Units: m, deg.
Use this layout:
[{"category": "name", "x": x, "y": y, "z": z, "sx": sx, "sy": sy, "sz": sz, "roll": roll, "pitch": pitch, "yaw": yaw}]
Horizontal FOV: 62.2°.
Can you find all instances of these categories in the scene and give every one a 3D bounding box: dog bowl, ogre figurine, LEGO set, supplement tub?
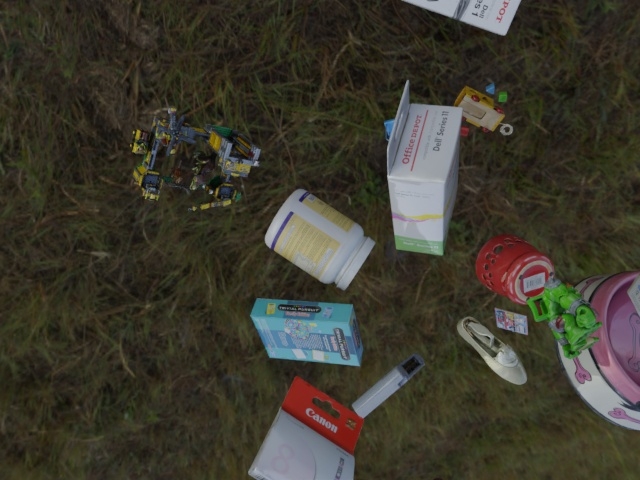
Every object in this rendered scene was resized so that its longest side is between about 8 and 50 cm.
[{"category": "dog bowl", "x": 0.811, "y": 0.257, "z": 1.323, "sx": 0.407, "sy": 0.408, "sz": 0.150, "roll": -8, "pitch": 159, "yaw": -12}, {"category": "ogre figurine", "x": 0.457, "y": 0.141, "z": 0.993, "sx": 0.096, "sy": 0.118, "sz": 0.197, "roll": -37, "pitch": 145, "yaw": 16}, {"category": "LEGO set", "x": -0.313, "y": -0.190, "z": 1.389, "sx": 0.331, "sy": 0.192, "sz": 0.255, "roll": 15, "pitch": 108, "yaw": -40}, {"category": "supplement tub", "x": 0.000, "y": 0.000, "z": 1.853, "sx": 0.331, "sy": 0.241, "sz": 0.241, "roll": 34, "pitch": 127, "yaw": 4}]

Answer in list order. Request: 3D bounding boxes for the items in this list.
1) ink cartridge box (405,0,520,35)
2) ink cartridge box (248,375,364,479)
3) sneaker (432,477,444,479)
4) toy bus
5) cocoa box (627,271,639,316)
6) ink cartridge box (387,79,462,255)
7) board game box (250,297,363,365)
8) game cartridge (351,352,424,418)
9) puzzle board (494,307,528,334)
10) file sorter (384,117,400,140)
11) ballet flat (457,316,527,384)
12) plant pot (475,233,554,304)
[{"category": "ink cartridge box", "x": 0.248, "y": -0.468, "z": 0.913, "sx": 0.219, "sy": 0.093, "sz": 0.160, "roll": 19, "pitch": 117, "yaw": 1}, {"category": "ink cartridge box", "x": -0.012, "y": 0.405, "z": 1.061, "sx": 0.189, "sy": 0.232, "sz": 0.066, "roll": 34, "pitch": 141, "yaw": -4}, {"category": "sneaker", "x": 0.195, "y": 0.406, "z": 0.627, "sx": 0.106, "sy": 0.281, "sz": 0.163, "roll": -22, "pitch": 119, "yaw": -13}, {"category": "toy bus", "x": 0.586, "y": -0.478, "z": 1.932, "sx": 0.190, "sy": 0.104, "sz": 0.202, "roll": -9, "pitch": 129, "yaw": 23}, {"category": "cocoa box", "x": 0.755, "y": 0.136, "z": 0.929, "sx": 0.231, "sy": 0.347, "sz": 0.228, "roll": 14, "pitch": 124, "yaw": 2}, {"category": "ink cartridge box", "x": 0.229, "y": -0.146, "z": 1.143, "sx": 0.119, "sy": 0.207, "sz": 0.354, "roll": 9, "pitch": 151, "yaw": 18}, {"category": "board game box", "x": -0.040, "y": 0.312, "z": 1.803, "sx": 0.335, "sy": 0.079, "sz": 0.254, "roll": 2, "pitch": 136, "yaw": 16}, {"category": "game cartridge", "x": 0.198, "y": 0.424, "z": 1.555, "sx": 0.198, "sy": 0.062, "sz": 0.297, "roll": -40, "pitch": 164, "yaw": 14}, {"category": "puzzle board", "x": 0.596, "y": 0.255, "z": 1.658, "sx": 0.096, "sy": 0.011, "sz": 0.128, "roll": 14, "pitch": 152, "yaw": 31}, {"category": "file sorter", "x": 0.303, "y": -0.335, "z": 1.858, "sx": 0.118, "sy": 0.105, "sz": 0.170, "roll": -11, "pitch": 138, "yaw": 21}, {"category": "ballet flat", "x": 0.501, "y": 0.312, "z": 1.540, "sx": 0.086, "sy": 0.248, "sz": 0.086, "roll": -37, "pitch": 153, "yaw": -23}, {"category": "plant pot", "x": 0.605, "y": 0.091, "z": 1.638, "sx": 0.191, "sy": 0.174, "sz": 0.191, "roll": -5, "pitch": 107, "yaw": -16}]
